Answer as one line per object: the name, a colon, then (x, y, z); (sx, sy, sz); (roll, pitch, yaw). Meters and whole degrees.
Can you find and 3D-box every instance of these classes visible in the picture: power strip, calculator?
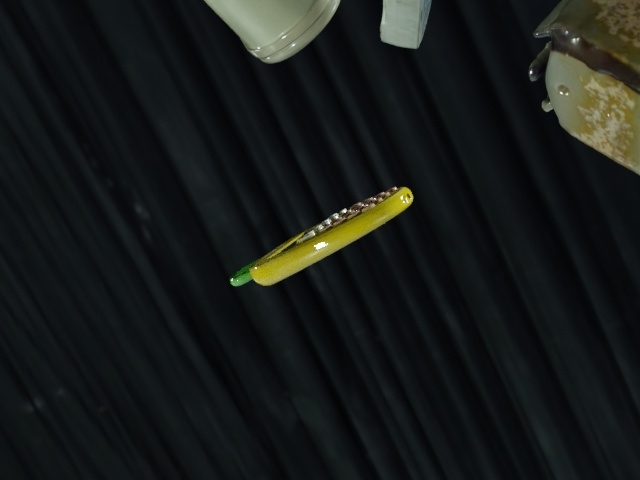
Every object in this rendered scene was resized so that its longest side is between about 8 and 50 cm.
power strip: (0.084, -0.257, 1.355); (0.048, 0.080, 0.286); (16, -14, 5)
calculator: (0.000, 0.000, 1.570); (0.235, 0.032, 0.146); (-27, 5, 29)

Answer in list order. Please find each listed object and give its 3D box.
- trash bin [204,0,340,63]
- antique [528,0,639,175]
trash bin: (-0.114, -0.328, 1.529); (0.121, 0.247, 0.243); (-45, 28, 8)
antique: (0.306, -0.112, 1.157); (0.284, 0.125, 0.150); (28, 58, 25)
